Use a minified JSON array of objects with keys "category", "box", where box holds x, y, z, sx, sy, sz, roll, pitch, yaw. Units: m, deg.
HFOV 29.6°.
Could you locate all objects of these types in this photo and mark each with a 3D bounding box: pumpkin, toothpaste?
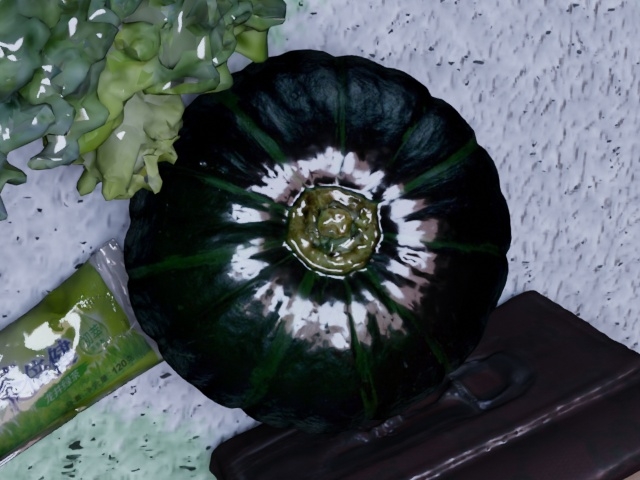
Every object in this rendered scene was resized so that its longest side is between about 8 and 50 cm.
[{"category":"pumpkin","box":[0.000,0.000,0.624,0.201,0.140,0.202,1,86,-11]},{"category":"toothpaste","box":[-0.190,0.097,0.634,0.248,0.047,0.078,-34,108,-13]}]

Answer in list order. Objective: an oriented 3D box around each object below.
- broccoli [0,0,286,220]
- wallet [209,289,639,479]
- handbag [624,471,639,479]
[{"category":"broccoli","box":[-0.183,-0.088,0.503,0.293,0.281,0.348,23,50,-28]},{"category":"wallet","box":[0.067,0.106,0.646,0.229,0.182,0.049,-25,114,-15]},{"category":"handbag","box":[0.112,0.261,0.701,0.301,0.149,0.283,-25,106,-15]}]
